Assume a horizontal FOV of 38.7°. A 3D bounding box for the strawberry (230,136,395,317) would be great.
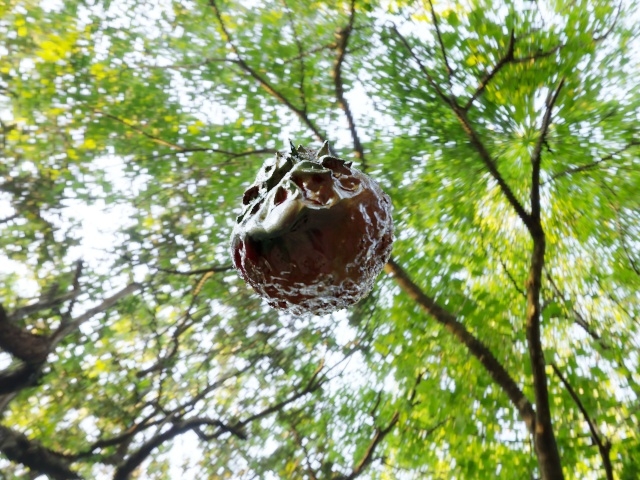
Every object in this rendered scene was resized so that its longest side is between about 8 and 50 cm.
[{"bbox_3d":[-0.001,0.001,0.524,0.106,0.106,0.106,1,-84,13],"label":"strawberry"}]
